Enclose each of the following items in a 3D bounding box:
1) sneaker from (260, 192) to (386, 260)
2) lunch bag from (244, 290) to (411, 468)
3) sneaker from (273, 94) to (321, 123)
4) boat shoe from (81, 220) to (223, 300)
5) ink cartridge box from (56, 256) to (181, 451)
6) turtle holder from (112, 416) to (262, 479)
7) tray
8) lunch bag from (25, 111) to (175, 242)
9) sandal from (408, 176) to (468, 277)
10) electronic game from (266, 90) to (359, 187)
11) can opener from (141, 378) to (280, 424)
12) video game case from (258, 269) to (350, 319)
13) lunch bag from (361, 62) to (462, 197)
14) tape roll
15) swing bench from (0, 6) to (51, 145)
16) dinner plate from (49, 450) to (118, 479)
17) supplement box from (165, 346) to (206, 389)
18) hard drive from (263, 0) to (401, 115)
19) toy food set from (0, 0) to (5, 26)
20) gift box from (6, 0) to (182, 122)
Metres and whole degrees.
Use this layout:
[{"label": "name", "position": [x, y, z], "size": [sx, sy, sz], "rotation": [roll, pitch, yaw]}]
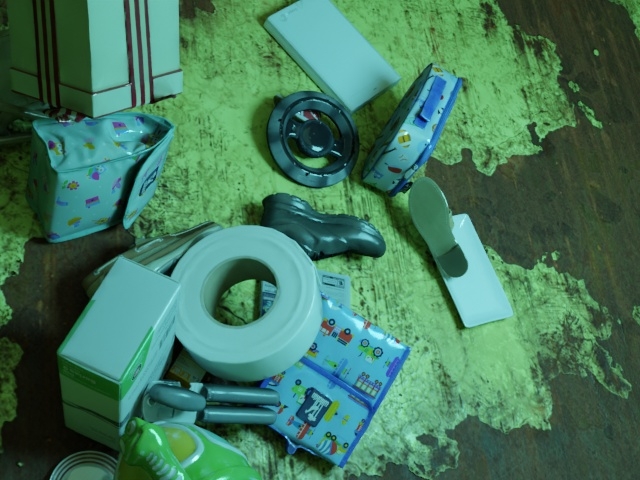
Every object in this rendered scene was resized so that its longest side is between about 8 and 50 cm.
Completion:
[{"label": "sneaker", "position": [0.000, 0.000, 2.051], "size": [0.286, 0.109, 0.130], "rotation": [16, 66, -8]}, {"label": "lunch bag", "position": [0.002, 0.282, 1.869], "size": [0.221, 0.138, 0.293], "rotation": [32, 74, -7]}, {"label": "sneaker", "position": [-0.051, -0.310, 2.226], "size": [0.118, 0.042, 0.067], "rotation": [41, 57, -9]}, {"label": "boat shoe", "position": [-0.321, 0.036, 1.856], "size": [0.116, 0.123, 0.324], "rotation": [37, 44, 20]}, {"label": "ink cartridge box", "position": [-0.343, 0.201, 1.637], "size": [0.122, 0.289, 0.211], "rotation": [23, 54, 4]}, {"label": "turtle holder", "position": [-0.244, 0.417, 1.572], "size": [0.227, 0.243, 0.320], "rotation": [45, 12, 30]}, {"label": "tray", "position": [0.329, 0.070, 2.200], "size": [0.145, 0.030, 0.270], "rotation": [-10, 67, -31]}, {"label": "lunch bag", "position": [-0.414, -0.131, 1.836], "size": [0.262, 0.223, 0.160], "rotation": [-14, 59, -31]}, {"label": "sandal", "position": [0.266, -0.029, 2.172], "size": [0.088, 0.079, 0.240], "rotation": [-25, 89, 8]}, {"label": "electronic game", "position": [-0.015, -0.231, 2.175], "size": [0.229, 0.048, 0.229], "rotation": [6, 76, -24]}, {"label": "can opener", "position": [-0.189, 0.295, 1.698], "size": [0.280, 0.093, 0.074], "rotation": [11, 91, -39]}, {"label": "video game case", "position": [-0.032, 0.140, 1.992], "size": [0.201, 0.023, 0.183], "rotation": [13, 58, -20]}, {"label": "lunch bag", "position": [0.214, -0.252, 2.196], "size": [0.115, 0.243, 0.303], "rotation": [31, 53, -7]}, {"label": "tape roll", "position": [-0.139, 0.115, 1.789], "size": [0.286, 0.100, 0.286], "rotation": [-4, 60, 8]}, {"label": "swing bench", "position": [-0.572, -0.323, 1.915], "size": [0.255, 0.165, 0.253], "rotation": [-1, 62, -32]}, {"label": "dinner plate", "position": [-0.399, 0.434, 1.651], "size": [0.141, 0.017, 0.141], "rotation": [12, 58, -20]}, {"label": "supplement box", "position": [-0.244, 0.232, 1.828], "size": [0.062, 0.036, 0.098], "rotation": [32, 53, -5]}, {"label": "hard drive", "position": [0.032, -0.464, 2.356], "size": [0.307, 0.040, 0.203], "rotation": [48, 54, 6]}, {"label": "toy food set", "position": [-0.644, -0.448, 1.828], "size": [0.078, 0.019, 0.122], "rotation": [12, 66, -24]}, {"label": "gift box", "position": [-0.396, -0.347, 1.710], "size": [0.276, 0.258, 0.255], "rotation": [25, 33, 34]}]
